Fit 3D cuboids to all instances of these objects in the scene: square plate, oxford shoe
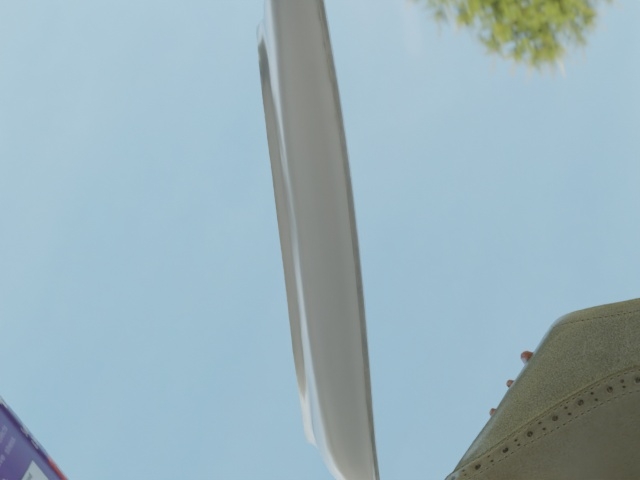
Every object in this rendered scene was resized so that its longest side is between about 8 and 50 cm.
[{"bbox_3d":[0.000,0.000,1.059,0.049,0.347,0.344,-6,-96,0],"label":"square plate"},{"bbox_3d":[0.123,0.126,0.769,0.397,0.140,0.146,-29,-131,2],"label":"oxford shoe"}]

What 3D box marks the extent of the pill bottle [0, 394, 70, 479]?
[{"bbox_3d":[-0.178,0.065,0.575,0.108,0.193,0.108,-31,-162,11],"label":"pill bottle"}]
